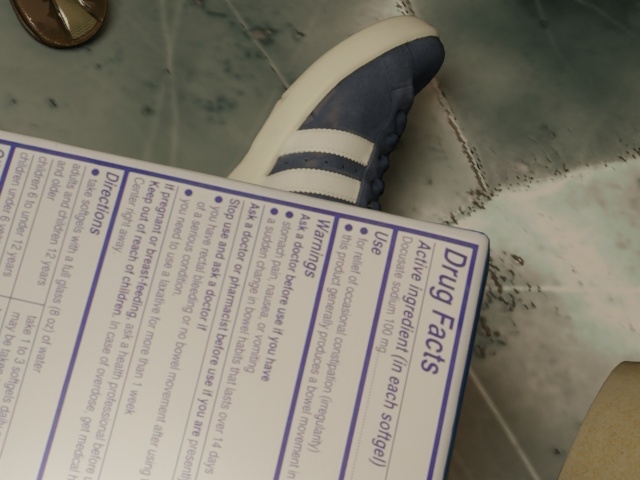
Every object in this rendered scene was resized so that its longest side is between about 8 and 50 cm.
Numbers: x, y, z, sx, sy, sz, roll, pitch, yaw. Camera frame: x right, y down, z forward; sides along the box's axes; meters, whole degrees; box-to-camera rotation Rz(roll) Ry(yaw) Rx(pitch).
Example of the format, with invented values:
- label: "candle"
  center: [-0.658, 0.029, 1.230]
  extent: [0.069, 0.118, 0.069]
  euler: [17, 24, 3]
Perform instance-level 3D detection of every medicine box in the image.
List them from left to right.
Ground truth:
- label: "medicine box"
  center: [-0.079, 0.110, 0.850]
  extent: [0.289, 0.149, 0.263]
  euler: [13, 70, 2]

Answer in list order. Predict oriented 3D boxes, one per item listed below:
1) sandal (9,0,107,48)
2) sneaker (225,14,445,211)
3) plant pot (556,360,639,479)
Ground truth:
- label: "sandal"
  center: [-0.210, -0.236, 1.187]
  extent: [0.090, 0.060, 0.219]
  euler: [-16, 79, -19]
- label: "sneaker"
  center: [0.000, 0.000, 1.059]
  extent: [0.148, 0.131, 0.350]
  euler: [37, 65, 10]
- label: "plant pot"
  center: [0.282, 0.184, 0.974]
  extent: [0.274, 0.256, 0.256]
  euler: [24, 53, 18]
